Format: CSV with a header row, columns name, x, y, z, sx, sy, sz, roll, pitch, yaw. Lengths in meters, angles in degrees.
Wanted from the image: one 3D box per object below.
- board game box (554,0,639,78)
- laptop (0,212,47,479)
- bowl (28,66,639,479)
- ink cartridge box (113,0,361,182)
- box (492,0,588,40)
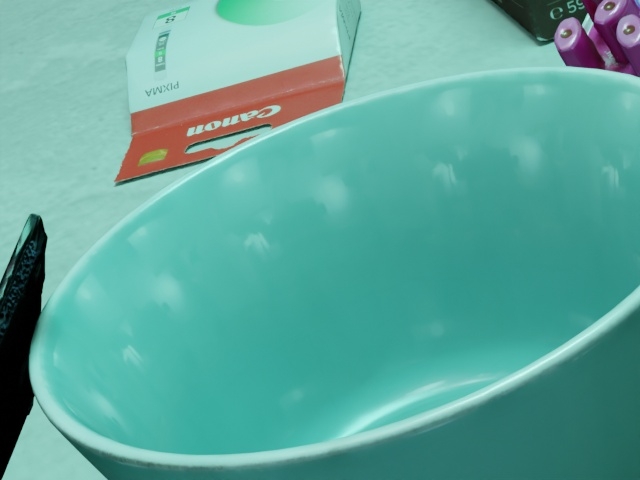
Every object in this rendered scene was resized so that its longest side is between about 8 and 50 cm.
name,x,y,z,sx,sy,sz,roll,pitch,yaw
board game box,0.370,-0.237,1.102,0.390,0.050,0.390,7,59,37
laptop,-0.229,0.130,0.853,0.137,0.264,0.234,17,58,0
bowl,0.045,0.064,0.830,0.312,0.163,0.311,-17,26,9
ink cartridge box,-0.067,-0.136,1.426,0.181,0.056,0.224,-14,25,14
box,0.181,-0.284,1.355,0.169,0.203,0.167,-23,26,-3
